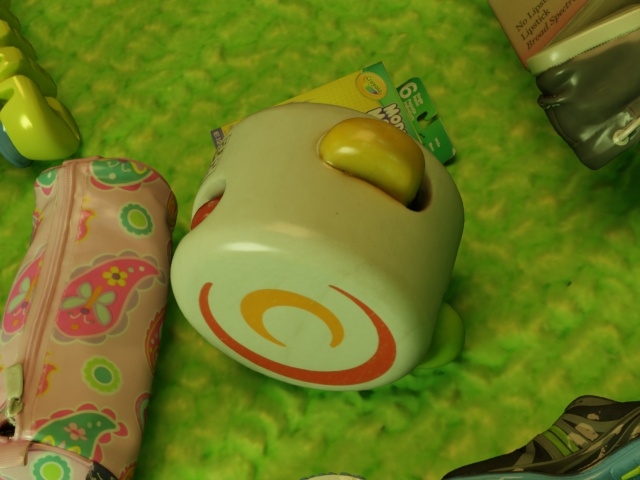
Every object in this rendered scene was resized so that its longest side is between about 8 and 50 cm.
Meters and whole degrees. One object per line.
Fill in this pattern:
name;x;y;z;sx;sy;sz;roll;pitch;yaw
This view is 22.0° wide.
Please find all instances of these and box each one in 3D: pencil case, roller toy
pencil case;-0.181;0.070;1.225;0.124;0.124;0.284;-4;52;16
roller toy;0.000;0.000;1.167;0.191;0.209;0.146;1;53;26

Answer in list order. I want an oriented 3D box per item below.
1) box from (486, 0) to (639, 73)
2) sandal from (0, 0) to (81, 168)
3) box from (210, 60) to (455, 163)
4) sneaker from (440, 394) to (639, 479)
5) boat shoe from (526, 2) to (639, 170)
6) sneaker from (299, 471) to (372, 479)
box;0.206;-0.235;1.292;0.148;0.127;0.232;-47;44;26
sandal;-0.334;-0.179;1.440;0.138;0.126;0.317;-31;65;8
box;0.010;-0.075;1.325;0.179;0.043;0.105;-22;50;-1
sneaker;0.168;0.149;1.094;0.188;0.067;0.078;-19;29;5
boat shoe;0.309;-0.155;1.135;0.335;0.095;0.112;-25;6;16
sneaker;-0.011;0.195;1.123;0.135;0.052;0.058;-10;61;21
